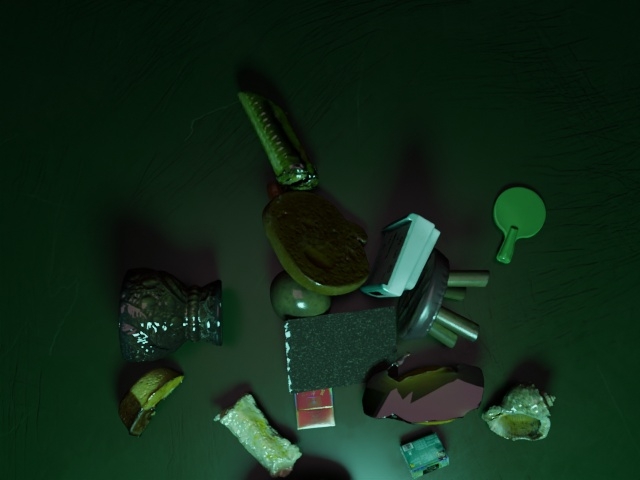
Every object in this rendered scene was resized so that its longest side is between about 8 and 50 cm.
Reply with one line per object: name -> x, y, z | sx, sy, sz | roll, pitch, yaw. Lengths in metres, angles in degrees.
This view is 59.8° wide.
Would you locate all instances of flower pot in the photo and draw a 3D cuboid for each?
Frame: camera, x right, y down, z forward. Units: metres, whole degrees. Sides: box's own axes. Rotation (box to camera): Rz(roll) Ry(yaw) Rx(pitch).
flower pot -> -0.412, 0.209, 1.579 | 0.267, 0.266, 0.266 | 1, 78, -10

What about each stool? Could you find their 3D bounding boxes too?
stool -> 0.338, 0.170, 1.561 | 0.178, 0.272, 0.272 | 19, 79, -4

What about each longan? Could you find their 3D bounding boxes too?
longan -> -0.058, 0.165, 1.613 | 0.187, 0.167, 0.167 | 23, 80, -3

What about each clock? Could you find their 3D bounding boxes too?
clock -> 0.225, 0.057, 1.583 | 0.116, 0.262, 0.231 | 24, 80, -5

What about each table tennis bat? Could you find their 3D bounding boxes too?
table tennis bat -> 0.598, -0.048, 1.710 | 0.160, 0.039, 0.257 | 22, 75, 5

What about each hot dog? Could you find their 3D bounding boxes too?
hot dog -> 0.291, 0.429, 1.587 | 0.326, 0.107, 0.194 | 5, 69, 12

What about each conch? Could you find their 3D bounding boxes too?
conch -> 0.559, 0.484, 1.553 | 0.207, 0.130, 0.155 | -26, 65, 10

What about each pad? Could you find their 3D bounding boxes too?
pad -> 0.065, 0.311, 1.588 | 0.330, 0.004, 0.220 | -5, 98, -14

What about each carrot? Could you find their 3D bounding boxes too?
carrot -> -0.122, -0.100, 1.725 | 0.060, 0.060, 0.186 | -22, 79, -3

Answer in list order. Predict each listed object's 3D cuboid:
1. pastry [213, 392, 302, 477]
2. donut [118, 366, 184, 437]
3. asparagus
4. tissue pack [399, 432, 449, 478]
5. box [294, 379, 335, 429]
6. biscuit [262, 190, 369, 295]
pastry -> -0.169, 0.551, 1.577 | 0.258, 0.089, 0.121 | 42, 79, 8
donut -> -0.499, 0.448, 1.592 | 0.085, 0.141, 0.217 | 36, 77, 15
asparagus -> -0.133, -0.321, 1.746 | 0.128, 0.108, 0.382 | -26, 78, -4
tissue pack -> 0.293, 0.608, 1.564 | 0.111, 0.079, 0.085 | -21, 43, -4
box -> -0.020, 0.451, 1.614 | 0.112, 0.048, 0.175 | -6, 78, 0
biscuit -> -0.001, 0.001, 1.636 | 0.314, 0.063, 0.367 | -9, 56, -36
